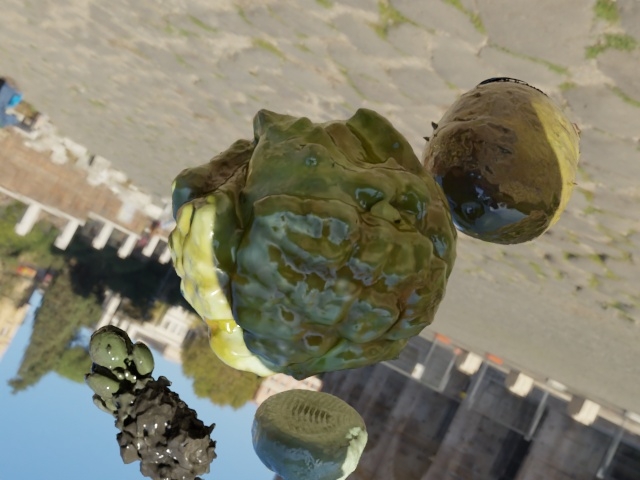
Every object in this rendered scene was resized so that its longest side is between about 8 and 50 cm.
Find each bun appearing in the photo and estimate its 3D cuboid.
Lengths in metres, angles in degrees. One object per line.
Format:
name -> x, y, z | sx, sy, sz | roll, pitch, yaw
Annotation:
bun -> -0.021, 0.325, 1.337 | 0.195, 0.118, 0.195 | 12, -166, -3

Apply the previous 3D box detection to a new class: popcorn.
popcorn -> 0.008, 0.000, 0.883 | 0.335, 0.274, 0.279 | -6, -166, -27

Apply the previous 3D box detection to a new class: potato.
potato -> 0.239, -0.095, 1.131 | 0.229, 0.229, 0.266 | 27, -157, 3

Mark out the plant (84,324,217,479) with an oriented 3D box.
plant -> -0.156, 0.145, 0.734 | 0.174, 0.087, 0.085 | 53, 149, 15
